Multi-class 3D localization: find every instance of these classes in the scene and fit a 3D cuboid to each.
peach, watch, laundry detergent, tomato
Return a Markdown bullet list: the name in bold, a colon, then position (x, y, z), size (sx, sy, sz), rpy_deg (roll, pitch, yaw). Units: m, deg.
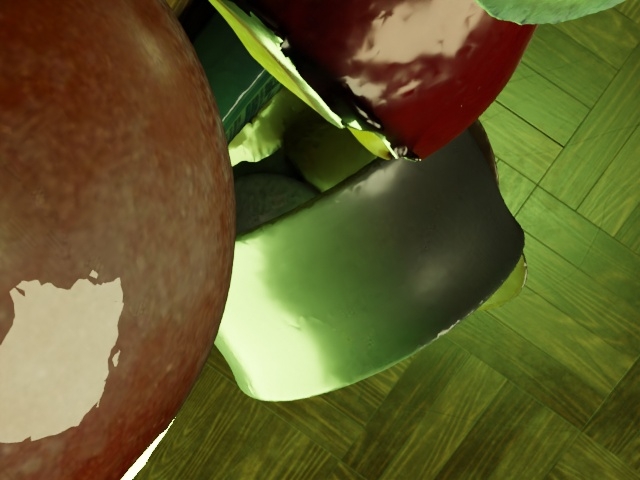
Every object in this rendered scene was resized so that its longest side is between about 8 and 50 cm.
- **peach**: position (0.023, -0.183, 0.709), size (0.201, 0.257, 0.361), rpy_deg (-50, 172, 5)
- **watch**: position (0.000, 0.000, 1.136), size (0.335, 0.314, 0.327), rpy_deg (-22, -164, 22)
- **laundry detergent**: position (-0.111, -0.098, 1.053), size (0.290, 0.094, 0.143), rpy_deg (-50, -174, -17)
- **tomato**: position (-0.150, 0.009, 0.447), size (0.270, 0.227, 0.270), rpy_deg (-41, -164, 15)

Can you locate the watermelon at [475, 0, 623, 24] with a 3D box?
- **watermelon**: position (0.150, -0.180, 0.488), size (0.290, 0.213, 0.320), rpy_deg (65, 37, -54)
